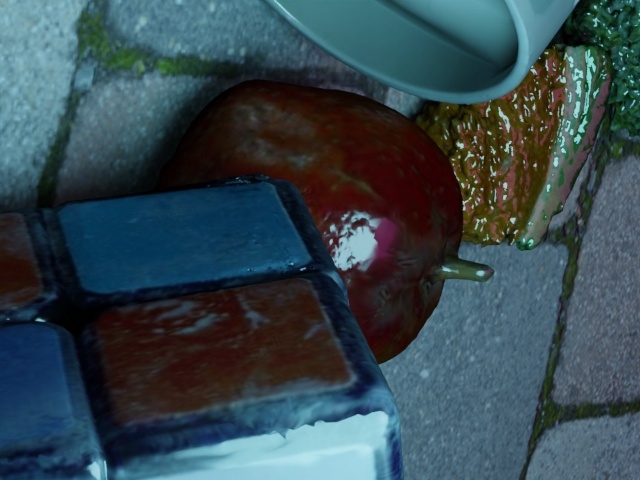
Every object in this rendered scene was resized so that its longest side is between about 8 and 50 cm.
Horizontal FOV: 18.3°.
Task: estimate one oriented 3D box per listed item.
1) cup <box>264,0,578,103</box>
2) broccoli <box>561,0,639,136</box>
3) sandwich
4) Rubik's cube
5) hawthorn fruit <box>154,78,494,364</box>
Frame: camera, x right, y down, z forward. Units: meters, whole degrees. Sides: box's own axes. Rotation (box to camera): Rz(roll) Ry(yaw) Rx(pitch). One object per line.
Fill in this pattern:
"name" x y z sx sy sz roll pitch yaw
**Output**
"cup" 0.076 -0.309 1.317 0.274 0.259 0.356 -53 133 -22
"broccoli" 0.382 -0.244 1.778 0.353 0.275 0.397 97 16 -44
"sandwich" 0.140 -0.090 1.616 0.160 0.109 0.185 15 96 -32
"Rubik's cube" -0.128 0.174 1.154 0.318 0.313 0.316 -7 116 -10
"hawthorn fruit" 0.000 0.000 1.381 0.215 0.250 0.215 16 90 -77
